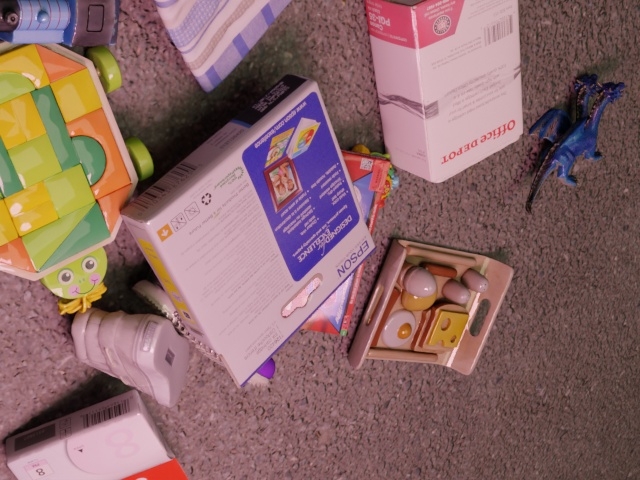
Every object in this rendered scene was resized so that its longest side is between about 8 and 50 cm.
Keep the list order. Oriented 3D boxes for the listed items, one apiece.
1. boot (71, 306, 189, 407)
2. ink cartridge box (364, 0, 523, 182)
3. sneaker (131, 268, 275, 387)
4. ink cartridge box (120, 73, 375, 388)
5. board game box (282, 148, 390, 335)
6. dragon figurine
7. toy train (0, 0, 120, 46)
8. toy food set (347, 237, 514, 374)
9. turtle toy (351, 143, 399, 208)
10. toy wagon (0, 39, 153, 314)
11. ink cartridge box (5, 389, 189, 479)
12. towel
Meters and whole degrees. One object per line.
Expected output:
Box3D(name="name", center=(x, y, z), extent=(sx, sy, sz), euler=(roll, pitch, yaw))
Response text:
Box3D(name="boot", center=(-0.256, 0.151, 1.356), extent=(0.258, 0.124, 0.095), euler=(88, 17, -64))
Box3D(name="ink cartridge box", center=(0.190, -0.259, 1.500), extent=(0.207, 0.117, 0.283), euler=(-29, 127, -27))
Box3D(name="sneaker", center=(-0.126, 0.096, 1.426), extent=(0.146, 0.102, 0.293), euler=(-54, 137, -12))
Box3D(name="ink cartridge box", center=(-0.079, -0.011, 1.331), extent=(0.303, 0.072, 0.307), euler=(-44, 136, -26))
Box3D(name="board game box", center=(0.000, 0.000, 1.487), extent=(0.145, 0.027, 0.281), euler=(10, 107, -9))
Box3D(name="dragon figurine", center=(0.427, -0.177, 1.767), extent=(0.289, 0.085, 0.144), euler=(-39, 131, -20))
Box3D(name="toy train", center=(-0.301, -0.243, 1.044), extent=(0.184, 0.105, 0.080), euler=(-12, 118, -47))
Box3D(name="toy food set", center=(0.197, 0.126, 1.721), extent=(0.306, 0.092, 0.219), euler=(11, 104, -43))
Box3D(name="turtle toy", center=(0.070, -0.077, 1.527), extent=(0.095, 0.066, 0.130), euler=(37, 87, -45))
Box3D(name="toy wagon", center=(-0.324, -0.063, 1.171), extent=(0.267, 0.068, 0.344), euler=(-29, 116, -26))
Box3D(name="ink cartridge box", center=(-0.296, 0.326, 1.385), extent=(0.189, 0.066, 0.232), euler=(-21, 124, -2))
Box3D(name="towel", center=(-0.100, -0.301, 1.190), extent=(0.209, 0.034, 0.285), euler=(-51, 168, -8))
